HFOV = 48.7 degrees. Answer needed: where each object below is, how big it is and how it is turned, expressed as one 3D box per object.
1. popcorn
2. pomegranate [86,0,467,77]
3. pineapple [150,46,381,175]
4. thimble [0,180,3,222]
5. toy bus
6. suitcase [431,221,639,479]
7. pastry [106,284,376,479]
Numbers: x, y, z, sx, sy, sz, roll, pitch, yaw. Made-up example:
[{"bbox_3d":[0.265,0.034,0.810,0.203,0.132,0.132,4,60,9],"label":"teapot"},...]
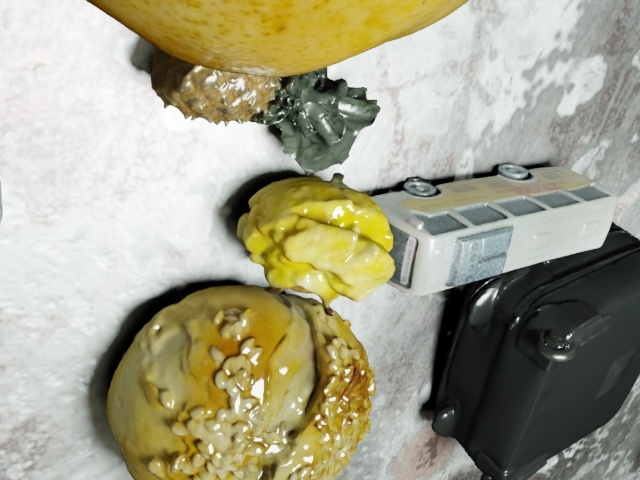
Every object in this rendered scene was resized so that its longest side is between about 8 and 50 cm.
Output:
[{"bbox_3d":[0.000,0.000,0.743,0.148,0.167,0.152,10,95,-76],"label":"popcorn"},{"bbox_3d":[-0.015,-0.307,0.409,0.417,0.417,0.416,-16,123,-26],"label":"pomegranate"},{"bbox_3d":[-0.043,-0.142,0.672,0.237,0.119,0.111,15,62,-43],"label":"pineapple"},{"bbox_3d":[-0.348,-0.016,0.462,0.246,0.217,0.157,23,93,-29],"label":"thimble"},{"bbox_3d":[0.209,-0.019,0.883,0.343,0.138,0.097,-12,124,-31],"label":"toy bus"},{"bbox_3d":[0.345,0.164,1.028,0.340,0.188,0.345,-17,131,-28],"label":"suitcase"},{"bbox_3d":[-0.068,0.196,0.786,0.316,0.184,0.284,29,98,-41],"label":"pastry"}]
